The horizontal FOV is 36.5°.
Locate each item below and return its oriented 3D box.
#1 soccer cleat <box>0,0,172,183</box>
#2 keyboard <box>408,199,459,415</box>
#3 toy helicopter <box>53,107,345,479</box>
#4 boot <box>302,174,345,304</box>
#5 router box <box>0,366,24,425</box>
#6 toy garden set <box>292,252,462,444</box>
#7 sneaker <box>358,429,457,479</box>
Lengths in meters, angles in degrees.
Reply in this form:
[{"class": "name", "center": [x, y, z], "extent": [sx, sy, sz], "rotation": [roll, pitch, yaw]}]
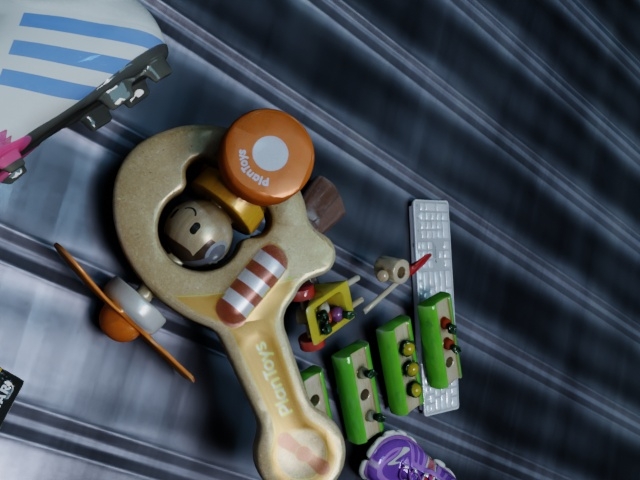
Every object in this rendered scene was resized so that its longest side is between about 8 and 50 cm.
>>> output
[{"class": "soccer cleat", "center": [-0.267, -0.117, 0.763], "extent": [0.143, 0.116, 0.331], "rotation": [53, 51, -6]}, {"class": "keyboard", "center": [0.139, 0.079, 1.168], "extent": [0.072, 0.014, 0.256], "rotation": [-1, 88, -42]}, {"class": "toy helicopter", "center": [-0.086, 0.070, 0.873], "extent": [0.235, 0.140, 0.355], "rotation": [-21, 89, -18]}, {"class": "boot", "center": [0.000, 0.000, 1.036], "extent": [0.114, 0.037, 0.106], "rotation": [-52, 122, -37]}, {"class": "router box", "center": [-0.323, 0.154, 0.718], "extent": [0.133, 0.046, 0.179], "rotation": [39, 62, -33]}, {"class": "toy garden set", "center": [0.068, 0.110, 1.040], "extent": [0.244, 0.049, 0.204], "rotation": [-26, 115, -36]}, {"class": "sneaker", "center": [0.114, 0.265, 1.081], "extent": [0.170, 0.071, 0.068], "rotation": [32, 88, -36]}]
